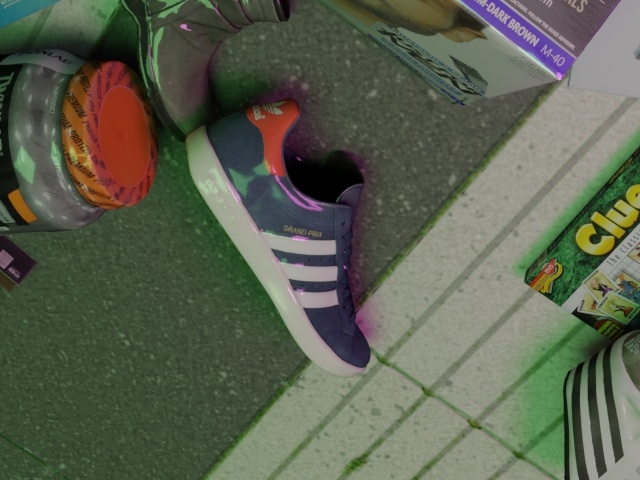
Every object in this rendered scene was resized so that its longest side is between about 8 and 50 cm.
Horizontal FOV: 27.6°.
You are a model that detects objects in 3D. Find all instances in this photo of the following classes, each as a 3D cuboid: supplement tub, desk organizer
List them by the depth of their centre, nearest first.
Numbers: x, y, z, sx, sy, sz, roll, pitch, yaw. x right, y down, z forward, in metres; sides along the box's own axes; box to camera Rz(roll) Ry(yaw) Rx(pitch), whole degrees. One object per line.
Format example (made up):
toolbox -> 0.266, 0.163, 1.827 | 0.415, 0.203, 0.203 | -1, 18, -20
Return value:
supplement tub -> -0.346, -0.100, 1.392 | 0.316, 0.193, 0.193 | -5, 121, 21
desk organizer -> -0.417, 0.011, 1.584 | 0.130, 0.047, 0.050 | 42, 128, -10

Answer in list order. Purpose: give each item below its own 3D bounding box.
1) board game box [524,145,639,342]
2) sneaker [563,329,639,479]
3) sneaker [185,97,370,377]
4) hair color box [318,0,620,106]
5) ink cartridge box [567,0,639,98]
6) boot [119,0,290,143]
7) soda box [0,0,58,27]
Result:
board game box -> 0.334, -0.008, 1.321 | 0.136, 0.030, 0.260 | 34, 127, -2
sneaker -> 0.436, 0.264, 1.417 | 0.447, 0.169, 0.257 | 47, 139, -14
sneaker -> 0.000, 0.000, 1.391 | 0.148, 0.131, 0.350 | -29, 124, 5
hair color box -> 0.107, -0.211, 1.078 | 0.185, 0.339, 0.110 | 36, 87, -7
ink cartridge box -> 0.315, -0.200, 1.135 | 0.176, 0.128, 0.127 | 12, 126, 13
boot -> -0.104, -0.213, 1.307 | 0.161, 0.083, 0.246 | -7, 122, 16
soda box -> -0.306, -0.270, 1.339 | 0.210, 0.071, 0.067 | -16, 115, 28
